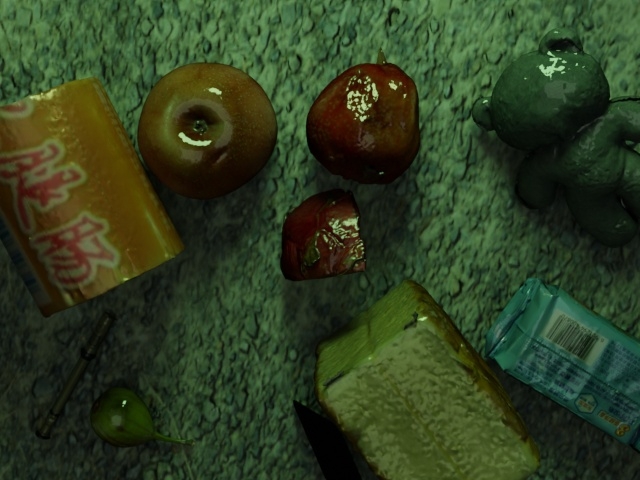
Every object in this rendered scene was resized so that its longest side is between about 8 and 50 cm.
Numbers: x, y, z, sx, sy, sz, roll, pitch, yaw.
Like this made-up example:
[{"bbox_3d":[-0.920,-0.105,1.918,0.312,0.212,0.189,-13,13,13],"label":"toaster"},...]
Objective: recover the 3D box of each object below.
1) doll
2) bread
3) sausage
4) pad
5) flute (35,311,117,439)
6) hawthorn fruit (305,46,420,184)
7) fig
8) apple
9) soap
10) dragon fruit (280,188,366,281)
[{"bbox_3d":[0.380,-0.144,1.282,0.340,0.158,0.246,39,129,-18],"label":"doll"},{"bbox_3d":[0.144,0.224,1.252,0.207,0.279,0.279,-39,92,5],"label":"bread"},{"bbox_3d":[-0.356,-0.064,1.247,0.233,0.233,0.287,-26,95,5],"label":"sausage"},{"bbox_3d":[0.073,0.383,1.304,0.055,0.250,0.323,-44,102,-14],"label":"pad"},{"bbox_3d":[-0.387,0.213,1.388,0.027,0.027,0.233,30,98,-3],"label":"flute"},{"bbox_3d":[0.068,-0.166,1.261,0.179,0.173,0.173,-43,95,7],"label":"hawthorn fruit"},{"bbox_3d":[-0.283,0.298,1.366,0.166,0.093,0.093,41,97,-5],"label":"fig"},{"bbox_3d":[-0.164,-0.157,1.264,0.201,0.162,0.201,0,98,3],"label":"apple"},{"bbox_3d":[0.402,0.186,1.341,0.293,0.077,0.156,33,98,-2],"label":"soap"},{"bbox_3d":[-0.001,-0.002,1.290,0.127,0.161,0.120,-15,99,-8],"label":"dragon fruit"}]
